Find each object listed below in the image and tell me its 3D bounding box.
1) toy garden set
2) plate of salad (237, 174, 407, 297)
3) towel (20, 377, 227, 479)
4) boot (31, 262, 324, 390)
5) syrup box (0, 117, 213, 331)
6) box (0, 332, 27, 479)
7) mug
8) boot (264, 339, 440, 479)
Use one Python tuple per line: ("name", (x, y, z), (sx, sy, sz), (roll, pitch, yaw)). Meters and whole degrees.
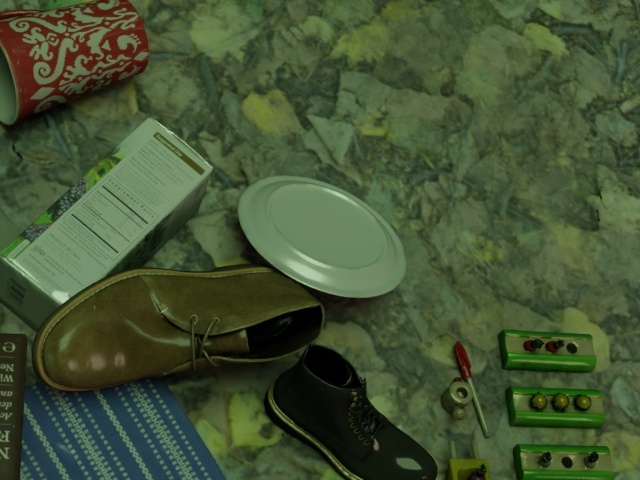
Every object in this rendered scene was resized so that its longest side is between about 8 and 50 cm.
("toy garden set", (0.219, 0.203, 1.616), (0.203, 0.049, 0.244), (4, 62, -15))
("plate of salad", (0.000, 0.000, 1.648), (0.199, 0.048, 0.200), (17, 36, -13))
("towel", (-0.263, 0.260, 1.453), (0.336, 0.040, 0.243), (-25, 70, -28))
("boot", (-0.134, 0.088, 1.494), (0.305, 0.115, 0.112), (-12, 110, -32))
("syrup box", (-0.225, -0.011, 1.570), (0.096, 0.093, 0.237), (38, 59, 6))
("box", (-0.365, 0.268, 1.312), (0.191, 0.143, 0.381), (5, 60, -15))
("mug", (-0.292, -0.220, 1.654), (0.169, 0.113, 0.150), (-22, 73, -29))
("boot", (0.045, 0.184, 1.522), (0.198, 0.137, 0.077), (26, 59, -3))
